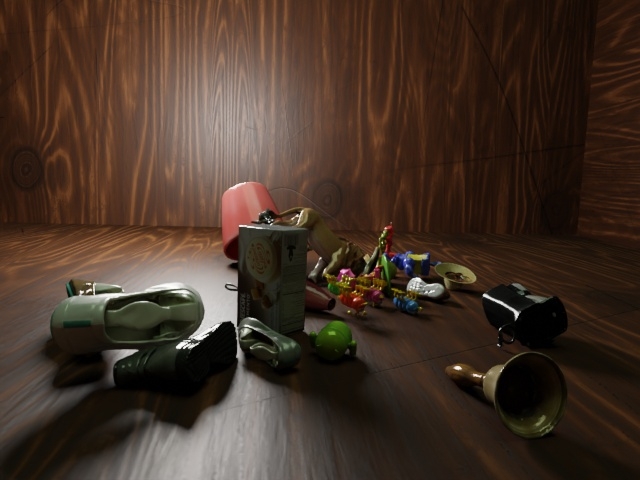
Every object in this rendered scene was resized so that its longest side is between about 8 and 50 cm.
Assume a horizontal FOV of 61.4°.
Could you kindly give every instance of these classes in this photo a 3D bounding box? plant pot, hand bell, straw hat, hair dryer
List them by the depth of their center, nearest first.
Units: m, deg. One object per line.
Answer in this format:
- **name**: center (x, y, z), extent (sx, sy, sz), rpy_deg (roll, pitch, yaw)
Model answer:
- **hand bell**: center (0.281, 0.238, 0.909), extent (0.126, 0.126, 0.242), rpy_deg (0, -5, -15)
- **hair dryer**: center (-0.103, 0.149, 1.465), extent (0.293, 0.080, 0.223), rpy_deg (9, 11, 0)
- **straw hat**: center (0.447, 0.135, 1.809), extent (0.144, 0.061, 0.144), rpy_deg (6, 24, -3)
- **plant pot**: center (-0.281, -0.084, 2.184), extent (0.274, 0.243, 0.275), rpy_deg (-13, -25, -6)

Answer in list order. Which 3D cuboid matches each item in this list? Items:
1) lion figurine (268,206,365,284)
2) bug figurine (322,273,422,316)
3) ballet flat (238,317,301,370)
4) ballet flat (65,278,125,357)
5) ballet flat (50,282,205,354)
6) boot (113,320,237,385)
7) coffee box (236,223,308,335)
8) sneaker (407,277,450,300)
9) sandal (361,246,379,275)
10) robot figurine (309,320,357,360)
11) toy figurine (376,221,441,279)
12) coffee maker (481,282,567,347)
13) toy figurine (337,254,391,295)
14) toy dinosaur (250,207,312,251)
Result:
- **lion figurine**: center (0.000, 0.000, 1.849), extent (0.142, 0.392, 0.240), rpy_deg (-20, 20, 47)
- **bug figurine**: center (0.134, 0.154, 1.477), extent (0.278, 0.072, 0.216), rpy_deg (8, 8, -33)
- **ballet flat**: center (-0.125, 0.205, 1.084), extent (0.068, 0.072, 0.213), rpy_deg (-10, 14, -40)
- **ballet flat**: center (-0.486, 0.151, 1.183), extent (0.124, 0.116, 0.342), rpy_deg (-18, 17, -22)
- **ballet flat**: center (-0.323, 0.151, 1.056), extent (0.139, 0.139, 0.400), rpy_deg (5, 0, 25)
- **boot**: center (-0.266, 0.208, 1.016), extent (0.161, 0.084, 0.246), rpy_deg (-7, 0, 15)
- **coffee box**: center (-0.116, 0.090, 1.280), extent (0.141, 0.247, 0.098), rpy_deg (8, 8, 37)
- **sneaker**: center (0.335, 0.161, 1.670), extent (0.064, 0.061, 0.158), rpy_deg (29, -8, -33)
- **sandal**: center (0.161, 0.082, 1.850), extent (0.049, 0.072, 0.180), rpy_deg (20, 50, 17)
- **robot figurine**: center (0.028, 0.207, 1.115), extent (0.101, 0.067, 0.115), rpy_deg (12, 10, 13)
- **toy figurine**: center (0.329, 0.058, 1.939), extent (0.217, 0.192, 0.362), rpy_deg (8, 10, 12)
- **coffee maker**: center (0.461, 0.173, 1.284), extent (0.171, 0.120, 0.178), rpy_deg (0, 7, -11)
- **toy figurine**: center (0.132, 0.124, 1.705), extent (0.159, 0.130, 0.173), rpy_deg (-8, -14, -1)
- **toy dinosaur**: center (-0.135, -0.010, 1.935), extent (0.218, 0.165, 0.322), rpy_deg (23, -7, 19)
